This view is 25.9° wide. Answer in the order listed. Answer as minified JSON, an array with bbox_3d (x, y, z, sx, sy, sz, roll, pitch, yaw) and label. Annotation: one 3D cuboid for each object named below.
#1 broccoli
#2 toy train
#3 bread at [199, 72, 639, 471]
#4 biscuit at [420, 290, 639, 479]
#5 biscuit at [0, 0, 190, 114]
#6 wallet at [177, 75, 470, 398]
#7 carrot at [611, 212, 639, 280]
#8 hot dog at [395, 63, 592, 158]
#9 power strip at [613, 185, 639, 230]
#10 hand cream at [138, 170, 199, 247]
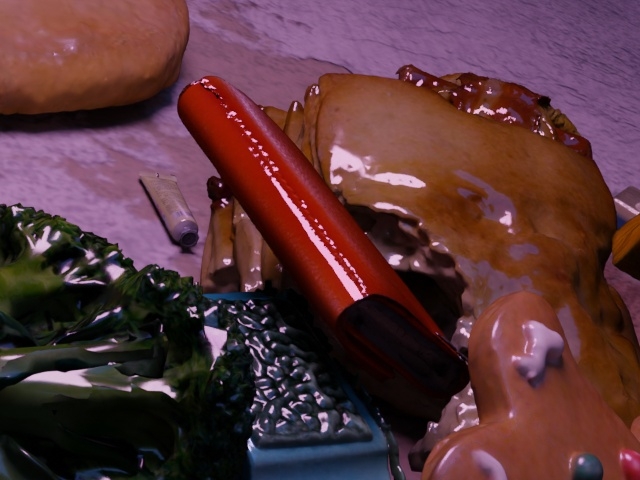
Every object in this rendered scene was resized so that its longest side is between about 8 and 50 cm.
[{"bbox_3d":[-0.173,0.092,0.629,0.298,0.297,0.297,-3,64,6],"label":"broccoli"},{"bbox_3d":[-0.049,0.125,0.777,0.112,0.163,0.203,-3,39,-36],"label":"toy train"},{"bbox_3d":[0.086,0.026,1.007,0.314,0.191,0.370,14,32,-18],"label":"bread"},{"bbox_3d":[0.193,0.178,0.817,0.339,0.047,0.216,45,47,-23],"label":"biscuit"},{"bbox_3d":[-0.324,-0.249,1.247,0.446,0.104,0.429,1,36,-33],"label":"biscuit"},{"bbox_3d":[0.000,0.000,0.821,0.204,0.045,0.142,53,8,38],"label":"wallet"},{"bbox_3d":[0.353,0.040,0.979,0.302,0.114,0.114,28,29,-7],"label":"carrot"},{"bbox_3d":[0.169,-0.117,1.381,0.213,0.103,0.146,24,30,4],"label":"hot dog"},{"bbox_3d":[0.345,-0.009,1.400,0.123,0.032,0.056,35,30,20],"label":"power strip"},{"bbox_3d":[-0.119,-0.027,1.120,0.035,0.022,0.102,6,29,-27],"label":"hand cream"}]
